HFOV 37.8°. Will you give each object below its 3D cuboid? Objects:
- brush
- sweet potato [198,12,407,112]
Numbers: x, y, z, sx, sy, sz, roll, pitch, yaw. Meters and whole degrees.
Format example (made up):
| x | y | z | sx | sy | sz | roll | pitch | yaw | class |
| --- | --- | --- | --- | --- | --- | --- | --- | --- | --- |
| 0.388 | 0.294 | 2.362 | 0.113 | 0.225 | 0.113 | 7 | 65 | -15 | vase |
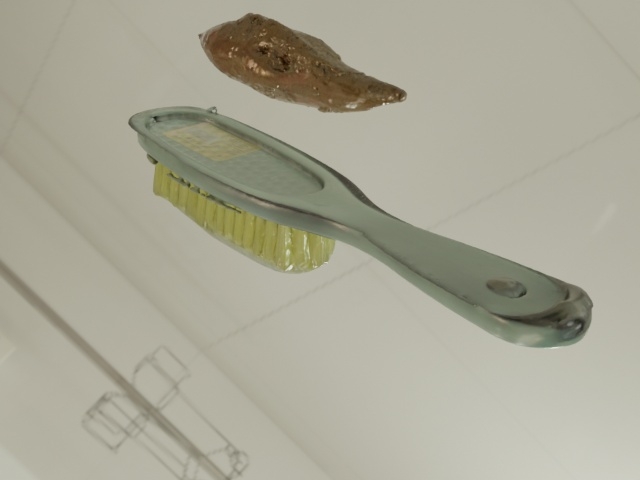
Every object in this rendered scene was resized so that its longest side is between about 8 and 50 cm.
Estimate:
| x | y | z | sx | sy | sz | roll | pitch | yaw | class |
| --- | --- | --- | --- | --- | --- | --- | --- | --- | --- |
| 0.000 | 0.000 | 0.470 | 0.068 | 0.060 | 0.297 | -18 | -146 | -39 | brush |
| -0.023 | -0.142 | 0.756 | 0.060 | 0.206 | 0.068 | -46 | 151 | -41 | sweet potato |
